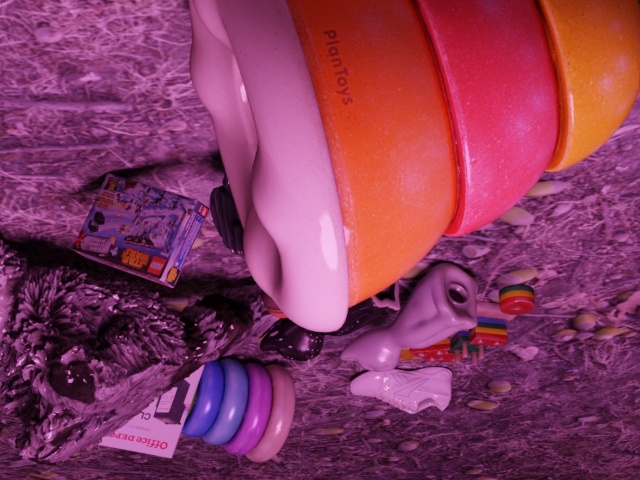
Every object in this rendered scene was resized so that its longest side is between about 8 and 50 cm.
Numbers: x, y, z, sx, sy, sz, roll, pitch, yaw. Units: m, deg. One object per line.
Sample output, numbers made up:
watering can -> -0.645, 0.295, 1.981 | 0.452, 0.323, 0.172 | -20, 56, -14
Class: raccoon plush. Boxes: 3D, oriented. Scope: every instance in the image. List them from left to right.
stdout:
raccoon plush -> -0.292, 0.073, 1.801 | 0.446, 0.299, 0.216 | -20, 159, -51

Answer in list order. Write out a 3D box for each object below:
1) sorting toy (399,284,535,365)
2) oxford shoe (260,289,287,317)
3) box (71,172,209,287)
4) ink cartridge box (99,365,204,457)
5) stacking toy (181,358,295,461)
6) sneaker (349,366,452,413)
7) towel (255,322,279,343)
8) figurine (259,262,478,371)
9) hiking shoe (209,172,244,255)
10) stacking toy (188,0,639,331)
sorting toy -> 0.177, 0.131, 2.014 | 0.132, 0.046, 0.274 | 7, 153, -17
oxford shoe -> 0.000, 0.000, 1.706 | 0.098, 0.097, 0.271 | 29, 135, -23
box -> -0.192, -0.012, 1.583 | 0.137, 0.094, 0.027 | 17, 168, 36
ink cartridge box -> -0.231, 0.183, 1.940 | 0.127, 0.175, 0.072 | 16, -175, -34
stacking toy -> -0.206, 0.206, 2.059 | 0.330, 0.141, 0.141 | 17, 149, -24
sneaker -> 0.117, 0.219, 2.173 | 0.152, 0.061, 0.054 | -3, 156, 5
towel -> -0.074, 0.122, 2.018 | 0.060, 0.009, 0.083 | -18, 149, 31
figurine -> 0.062, 0.101, 1.859 | 0.215, 0.092, 0.209 | 13, 144, -37
hiking shoe -> 0.017, -0.092, 1.520 | 0.304, 0.113, 0.132 | -31, 170, 38
stacking toy -> 0.147, -0.144, 1.237 | 0.479, 0.351, 0.351 | -15, 155, -9
